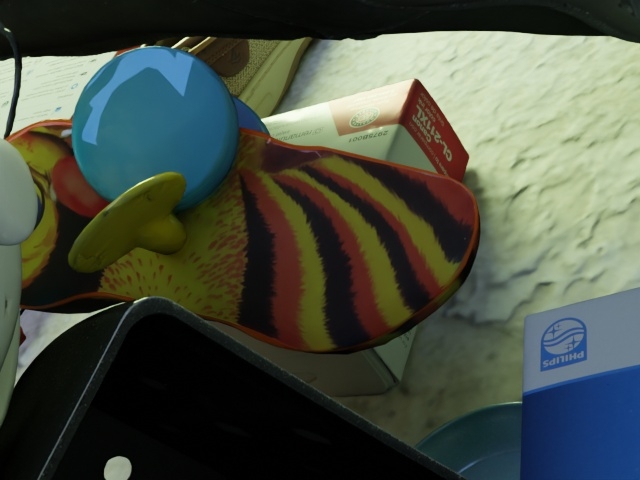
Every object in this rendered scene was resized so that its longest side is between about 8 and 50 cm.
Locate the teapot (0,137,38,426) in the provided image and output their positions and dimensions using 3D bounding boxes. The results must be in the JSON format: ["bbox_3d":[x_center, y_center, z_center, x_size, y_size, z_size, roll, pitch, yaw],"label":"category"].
[{"bbox_3d":[-0.177,0.014,0.336,0.187,0.256,0.252,-14,13,10],"label":"teapot"}]

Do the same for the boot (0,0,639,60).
[{"bbox_3d":[-0.022,-0.171,0.661,0.445,0.367,0.146,-1,93,46],"label":"boot"}]

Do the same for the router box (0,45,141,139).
[{"bbox_3d":[-0.289,-0.090,0.991,0.335,0.082,0.301,-5,46,39],"label":"router box"}]

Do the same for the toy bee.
[{"bbox_3d":[-0.086,-0.005,0.497,0.298,0.195,0.162,25,89,33],"label":"toy bee"}]

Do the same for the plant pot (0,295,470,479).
[{"bbox_3d":[-0.068,0.141,0.424,0.167,0.188,0.187,0,60,60],"label":"plant pot"}]

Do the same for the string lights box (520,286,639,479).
[{"bbox_3d":[0.112,0.149,0.297,0.076,0.133,0.260,-17,39,27],"label":"string lights box"}]

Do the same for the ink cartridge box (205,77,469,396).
[{"bbox_3d":[0.000,0.000,0.629,0.127,0.072,0.175,-10,42,34],"label":"ink cartridge box"}]

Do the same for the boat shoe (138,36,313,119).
[{"bbox_3d":[-0.064,-0.216,0.896,0.123,0.123,0.342,-5,46,39],"label":"boat shoe"}]

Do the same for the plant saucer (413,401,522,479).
[{"bbox_3d":[0.075,0.124,0.461,0.119,0.021,0.119,-24,35,19],"label":"plant saucer"}]
